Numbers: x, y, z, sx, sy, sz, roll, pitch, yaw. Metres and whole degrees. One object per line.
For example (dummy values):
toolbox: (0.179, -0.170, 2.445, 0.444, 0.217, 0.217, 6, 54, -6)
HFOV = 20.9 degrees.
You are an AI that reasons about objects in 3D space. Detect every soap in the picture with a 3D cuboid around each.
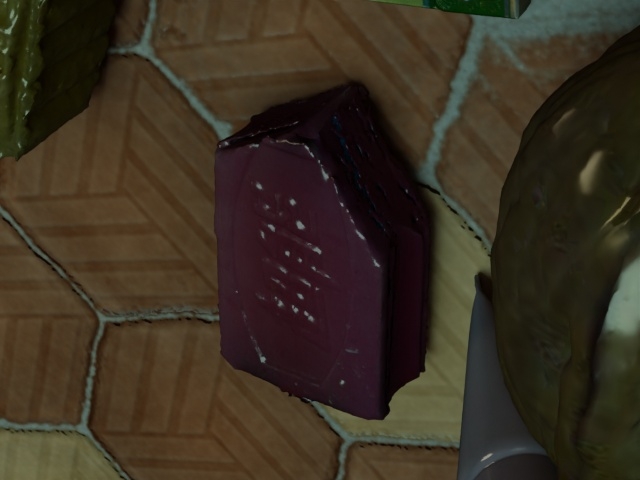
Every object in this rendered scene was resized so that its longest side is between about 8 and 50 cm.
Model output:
soap: (0.000, 0.000, 1.340, 0.162, 0.099, 0.250, 19, 129, 26)

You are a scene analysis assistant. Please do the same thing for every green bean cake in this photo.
green bean cake: (-0.276, -0.197, 1.332, 0.224, 0.131, 0.230, 27, 130, 12)

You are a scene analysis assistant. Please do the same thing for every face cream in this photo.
face cream: (0.142, 0.149, 1.257, 0.096, 0.274, 0.154, -18, 115, 10)

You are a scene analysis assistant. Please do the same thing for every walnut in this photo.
walnut: (0.252, 0.036, 1.096, 0.306, 0.306, 0.344, 24, 127, 13)

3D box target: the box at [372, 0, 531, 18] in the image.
box: (0.030, -0.230, 1.199, 0.235, 0.034, 0.132, 11, 126, 23)
